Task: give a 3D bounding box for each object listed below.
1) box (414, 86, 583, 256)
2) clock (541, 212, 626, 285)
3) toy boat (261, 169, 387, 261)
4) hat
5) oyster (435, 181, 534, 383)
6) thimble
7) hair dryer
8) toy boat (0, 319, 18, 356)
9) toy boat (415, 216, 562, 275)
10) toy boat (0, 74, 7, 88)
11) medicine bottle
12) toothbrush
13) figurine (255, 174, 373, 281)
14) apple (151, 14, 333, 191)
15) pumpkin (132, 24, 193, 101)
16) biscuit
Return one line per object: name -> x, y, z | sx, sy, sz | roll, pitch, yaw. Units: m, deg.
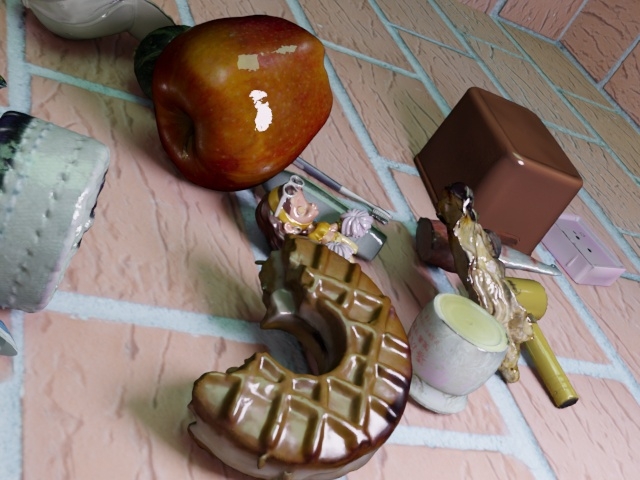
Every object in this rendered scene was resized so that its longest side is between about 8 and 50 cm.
box -> 0.402, -0.158, 1.866 | 0.239, 0.229, 0.339 | 17, 34, -25
clock -> 0.617, 0.019, 1.972 | 0.150, 0.063, 0.197 | 5, 40, -38
toy boat -> 0.000, -0.053, 1.505 | 0.260, 0.078, 0.085 | 33, 6, -2
hat -> -0.433, -0.442, 1.628 | 0.301, 0.168, 0.258 | 36, 3, -44
oyster -> 0.283, 0.070, 1.398 | 0.221, 0.096, 0.361 | 18, 53, -77
thimble -> -0.362, -0.032, 1.010 | 0.150, 0.237, 0.237 | 21, 32, -12
hair dryer -> 0.387, 0.183, 1.521 | 0.135, 0.090, 0.278 | 9, 44, -35
toy boat -> -0.394, 0.128, 0.922 | 0.105, 0.034, 0.149 | 11, 36, -29
toy boat -> 0.333, 0.022, 1.629 | 0.282, 0.096, 0.206 | 10, 11, -7
toy boat -> -0.572, -0.283, 1.327 | 0.141, 0.060, 0.055 | 31, 29, -9
medicine bottle -> 0.201, 0.177, 1.289 | 0.147, 0.143, 0.147 | 25, 27, -13
toothbrush -> 0.021, -0.116, 1.662 | 0.288, 0.024, 0.026 | 34, 45, 0
figurine -> -0.002, -0.001, 1.387 | 0.240, 0.116, 0.174 | 36, 33, -5
apple -> -0.139, -0.243, 1.414 | 0.317, 0.288, 0.288 | -37, 70, -28
pumpkin -> -0.264, -0.328, 1.580 | 0.190, 0.146, 0.190 | 18, 62, -37
biscuit -> -0.008, 0.167, 1.090 | 0.268, 0.115, 0.366 | 28, 45, -4
